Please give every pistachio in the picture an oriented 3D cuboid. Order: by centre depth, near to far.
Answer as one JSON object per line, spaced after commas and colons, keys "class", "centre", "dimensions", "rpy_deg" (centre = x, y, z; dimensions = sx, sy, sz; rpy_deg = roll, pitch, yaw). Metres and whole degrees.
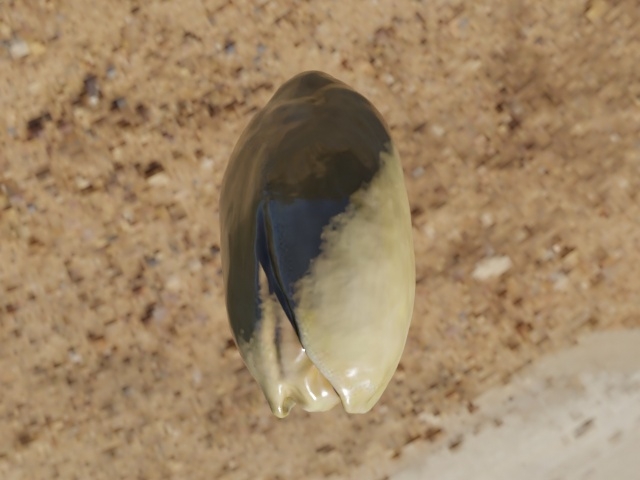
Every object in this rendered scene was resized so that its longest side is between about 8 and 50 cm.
{"class": "pistachio", "centre": [0.000, 0.000, 1.380], "dimensions": [0.162, 0.293, 0.181], "rpy_deg": [-10, 170, 29]}
